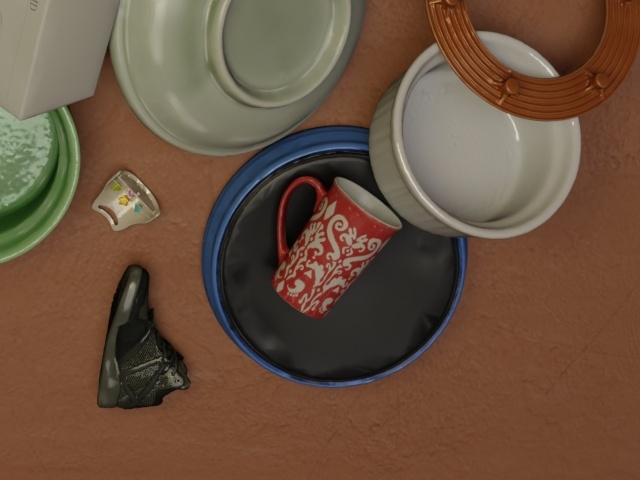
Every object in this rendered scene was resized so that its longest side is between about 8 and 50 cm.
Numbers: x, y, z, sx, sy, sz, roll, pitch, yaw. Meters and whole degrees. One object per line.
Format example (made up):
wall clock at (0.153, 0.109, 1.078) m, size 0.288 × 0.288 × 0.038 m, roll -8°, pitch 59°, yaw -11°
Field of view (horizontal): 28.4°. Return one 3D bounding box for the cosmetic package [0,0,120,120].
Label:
cosmetic package at (-0.358, -0.298, 1.462) m, size 0.225 × 0.138 × 0.224 m, roll 33°, pitch 123°, yaw 17°

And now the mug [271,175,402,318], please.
mug at (0.007, 0.003, 1.731) m, size 0.113 × 0.150 × 0.169 m, roll 18°, pitch 113°, yaw -50°

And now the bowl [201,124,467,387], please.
bowl at (0.025, 0.033, 1.822) m, size 0.391 × 0.077 × 0.391 m, roll -2°, pitch 108°, yaw -6°

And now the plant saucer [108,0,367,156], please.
plant saucer at (-0.071, -0.282, 1.595) m, size 0.400 × 0.100 × 0.400 m, roll -21°, pitch 126°, yaw -33°

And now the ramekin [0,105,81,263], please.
ramekin at (-0.466, -0.128, 1.669) m, size 0.303 × 0.148 × 0.303 m, roll -2°, pitch 107°, yaw -7°

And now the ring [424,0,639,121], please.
ring at (0.293, -0.325, 1.686) m, size 0.337 × 0.032 × 0.336 m, roll 3°, pitch 83°, yaw -21°

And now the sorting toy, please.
sorting toy at (-0.278, -0.052, 1.776) m, size 0.075 × 0.045 × 0.083 m, roll -37°, pitch 109°, yaw 13°

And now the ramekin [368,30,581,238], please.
ramekin at (0.199, -0.132, 1.714) m, size 0.277 × 0.135 × 0.277 m, roll 3°, pitch 82°, yaw -21°

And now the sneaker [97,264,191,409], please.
sneaker at (-0.244, 0.142, 1.819) m, size 0.130 × 0.087 × 0.227 m, roll 7°, pitch 110°, yaw -11°

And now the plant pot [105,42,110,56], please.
plant pot at (-0.314, -0.362, 1.601) m, size 0.188 × 0.205 × 0.205 m, roll 31°, pitch 102°, yaw 0°
